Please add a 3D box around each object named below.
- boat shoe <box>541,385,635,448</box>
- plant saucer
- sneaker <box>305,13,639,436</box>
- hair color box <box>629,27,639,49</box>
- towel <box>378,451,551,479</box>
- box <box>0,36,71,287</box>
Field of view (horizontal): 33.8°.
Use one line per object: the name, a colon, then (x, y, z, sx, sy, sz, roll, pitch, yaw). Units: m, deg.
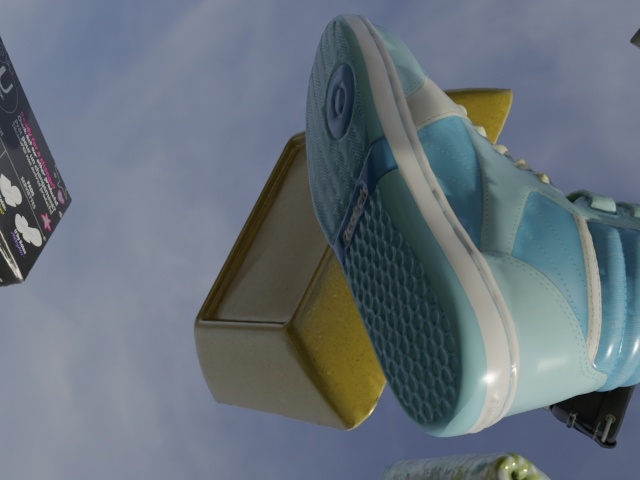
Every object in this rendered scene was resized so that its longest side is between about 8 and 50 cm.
boat shoe: (0.272, 0.060, 0.860, 0.079, 0.084, 0.233, 35, -87, 26)
plant saucer: (0.000, 0.000, 1.004, 0.332, 0.081, 0.333, -8, -128, 64)
sneaker: (0.116, -0.023, 0.704, 0.127, 0.208, 0.319, 116, -35, -50)
hair color box: (0.517, -0.300, 1.093, 0.185, 0.113, 0.374, 42, -42, 11)
towel: (0.256, 0.423, 1.323, 0.090, 0.374, 0.320, -39, -177, -29)
box: (-0.346, -0.041, 0.809, 0.247, 0.163, 0.142, -11, -151, 12)
